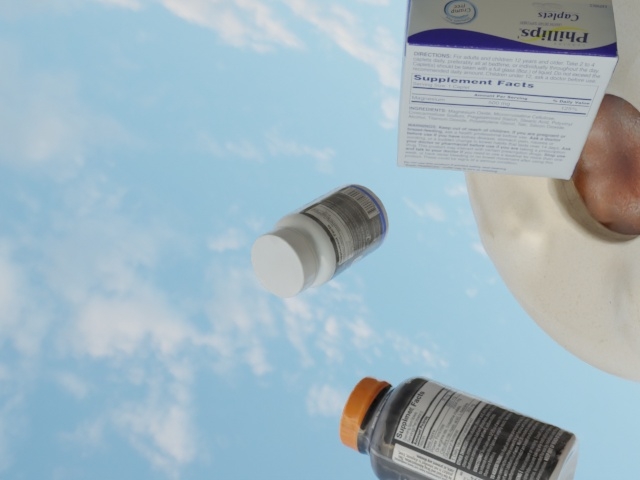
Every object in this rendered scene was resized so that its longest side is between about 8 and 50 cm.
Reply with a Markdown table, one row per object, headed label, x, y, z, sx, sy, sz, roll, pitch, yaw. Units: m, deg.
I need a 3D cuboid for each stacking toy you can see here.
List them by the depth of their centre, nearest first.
| label | x | y | z | sx | sy | sz | roll | pitch | yaw |
| --- | --- | --- | --- | --- | --- | --- | --- | --- | --- |
| stacking toy | 0.396 | -0.101 | 0.753 | 0.480 | 0.350 | 0.350 | -14 | -119 | -26 |

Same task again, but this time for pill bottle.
| label | x | y | z | sx | sy | sz | roll | pitch | yaw |
| --- | --- | --- | --- | --- | --- | --- | --- | --- | --- |
| pill bottle | 0.000 | 0.000 | 0.858 | 0.078 | 0.078 | 0.137 | 49 | -135 | 10 |
| pill bottle | 0.144 | 0.228 | 0.950 | 0.246 | 0.130 | 0.130 | 18 | -155 | 28 |

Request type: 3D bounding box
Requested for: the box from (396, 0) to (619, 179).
| label | x | y | z | sx | sy | sz | roll | pitch | yaw |
| --- | --- | --- | --- | --- | --- | --- | --- | --- | --- |
| box | 0.117 | -0.109 | 0.580 | 0.126 | 0.137 | 0.072 | 5 | -118 | 4 |
